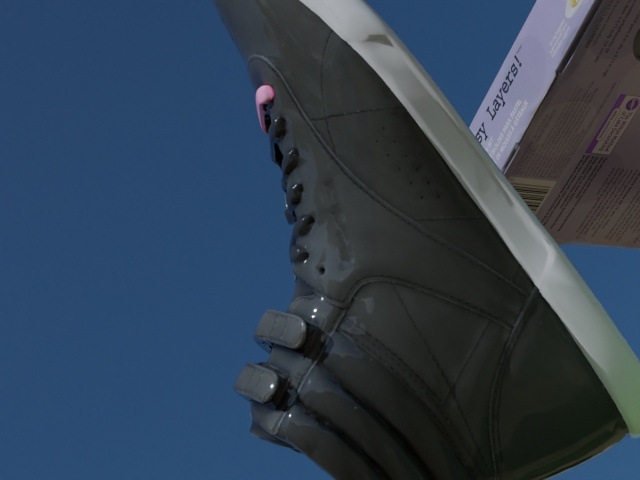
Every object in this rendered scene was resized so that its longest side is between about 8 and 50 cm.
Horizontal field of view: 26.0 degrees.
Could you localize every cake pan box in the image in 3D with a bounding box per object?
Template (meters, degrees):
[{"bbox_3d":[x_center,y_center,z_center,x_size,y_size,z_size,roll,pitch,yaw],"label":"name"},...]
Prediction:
[{"bbox_3d":[0.245,-0.100,1.025,0.246,0.070,0.266,3,-49,-25],"label":"cake pan box"}]

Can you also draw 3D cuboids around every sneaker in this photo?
[{"bbox_3d":[0.000,0.000,0.601,0.147,0.295,0.104,-36,-12,-4],"label":"sneaker"}]
